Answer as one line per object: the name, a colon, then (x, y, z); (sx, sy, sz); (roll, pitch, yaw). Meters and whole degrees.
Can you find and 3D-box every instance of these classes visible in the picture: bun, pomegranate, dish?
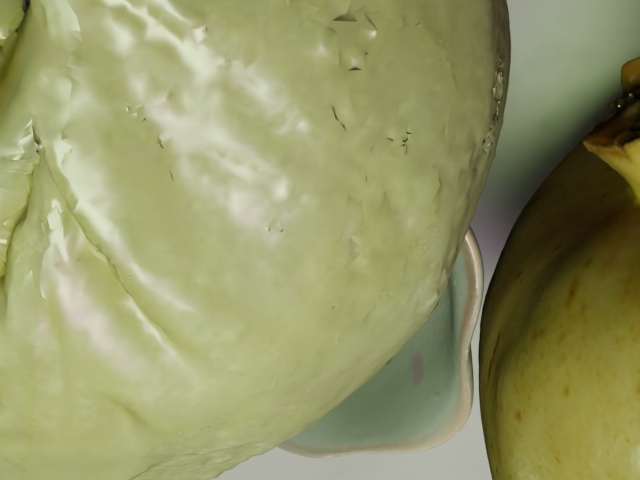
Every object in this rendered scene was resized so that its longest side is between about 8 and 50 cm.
bun: (-0.094, -0.065, 0.553); (0.326, 0.234, 0.362); (32, 100, 2)
pomegranate: (0.209, 0.053, 0.708); (0.319, 0.319, 0.319); (1, 136, 1)
dish: (0.000, 0.000, 0.778); (0.229, 0.081, 0.229); (19, 128, 27)
